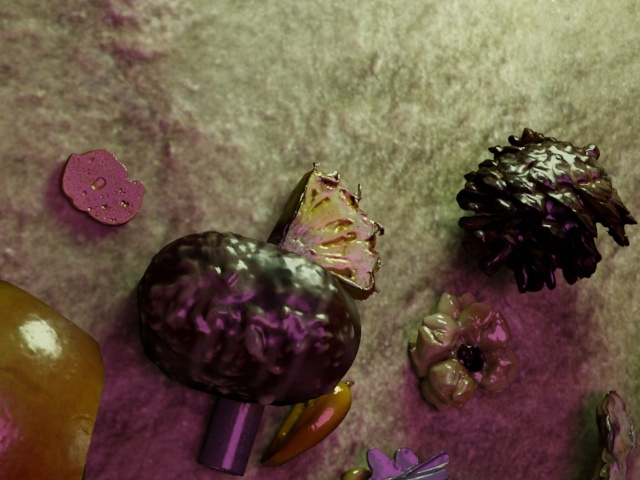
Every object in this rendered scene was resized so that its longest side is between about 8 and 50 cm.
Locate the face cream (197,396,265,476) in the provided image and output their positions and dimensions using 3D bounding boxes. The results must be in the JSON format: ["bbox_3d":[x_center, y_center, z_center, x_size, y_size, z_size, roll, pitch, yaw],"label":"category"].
[{"bbox_3d":[-0.110,0.213,1.537,0.073,0.073,0.283,23,72,-20],"label":"face cream"}]

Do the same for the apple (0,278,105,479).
[{"bbox_3d":[-0.423,0.239,1.264,0.374,0.374,0.384,-54,134,-23],"label":"apple"}]

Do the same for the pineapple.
[{"bbox_3d":[0.000,0.000,1.619,0.186,0.114,0.236,-22,81,-26],"label":"pineapple"}]

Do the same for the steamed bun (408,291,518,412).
[{"bbox_3d":[0.244,0.178,1.691,0.177,0.106,0.192,-17,87,-28],"label":"steamed bun"}]

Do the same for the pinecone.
[{"bbox_3d":[0.373,-0.042,1.706,0.296,0.298,0.242,-31,135,-18],"label":"pinecone"}]

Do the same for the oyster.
[{"bbox_3d":[0.495,0.407,1.741,0.128,0.079,0.345,60,35,-40],"label":"oyster"}]

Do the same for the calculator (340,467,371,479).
[{"bbox_3d":[0.073,0.475,1.602,0.157,0.033,0.236,22,70,-19],"label":"calculator"}]

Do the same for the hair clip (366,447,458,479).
[{"bbox_3d":[0.087,0.392,1.573,0.278,0.090,0.137,-8,67,-36],"label":"hair clip"}]

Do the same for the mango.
[{"bbox_3d":[-0.017,0.281,1.555,0.187,0.101,0.066,-44,101,-15],"label":"mango"}]

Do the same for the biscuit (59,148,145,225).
[{"bbox_3d":[-0.327,-0.079,1.514,0.130,0.019,0.102,39,68,-15],"label":"biscuit"}]

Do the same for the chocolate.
[{"bbox_3d":[-0.107,0.103,1.423,0.340,0.210,0.225,16,71,1],"label":"chocolate"}]
